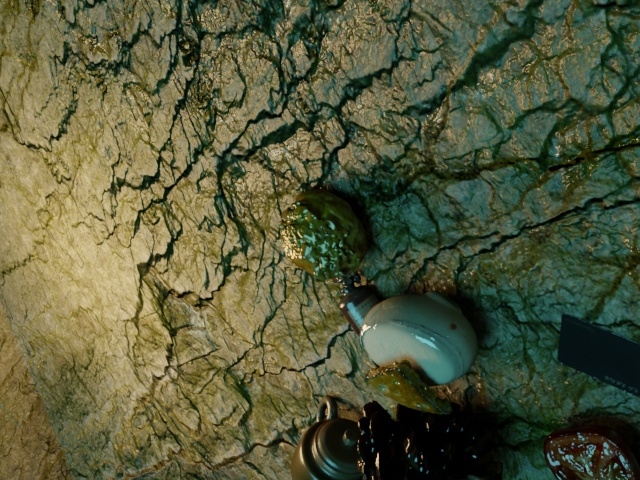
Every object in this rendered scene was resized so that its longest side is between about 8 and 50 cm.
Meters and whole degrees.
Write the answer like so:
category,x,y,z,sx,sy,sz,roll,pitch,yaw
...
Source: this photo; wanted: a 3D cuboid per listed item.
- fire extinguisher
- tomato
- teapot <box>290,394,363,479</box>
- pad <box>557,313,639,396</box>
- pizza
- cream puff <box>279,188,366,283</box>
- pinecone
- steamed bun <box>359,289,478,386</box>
category,x,y,z,sx,sy,sz,roll,pitch,yaw
fire extinguisher,0.076,0.145,1.946,0.252,0.075,0.106,54,143,-3
tomato,0.484,0.388,1.712,0.166,0.082,0.174,-17,102,46
teapot,0.040,0.455,2.150,0.175,0.186,0.267,115,147,-43
pad,0.465,0.190,1.642,0.157,0.003,0.112,22,133,33
pizza,0.150,0.255,1.789,0.178,0.041,0.131,12,143,37
cream puff,0.000,0.000,1.871,0.189,0.129,0.189,30,139,30
pinecone,0.204,0.417,1.882,0.296,0.298,0.242,16,90,27
steamed bun,0.187,0.172,1.808,0.228,0.130,0.177,-5,126,47
